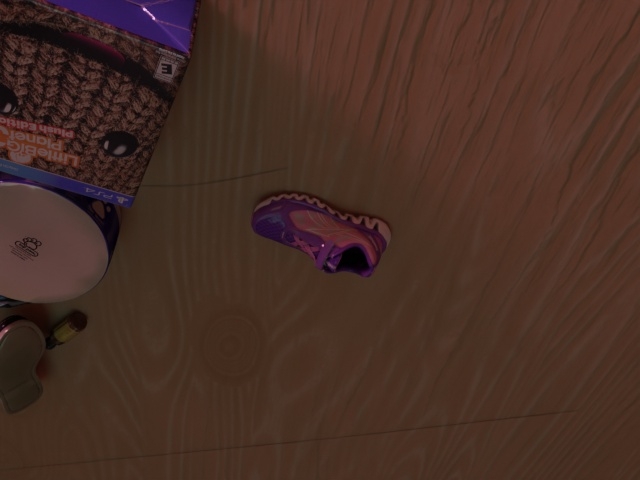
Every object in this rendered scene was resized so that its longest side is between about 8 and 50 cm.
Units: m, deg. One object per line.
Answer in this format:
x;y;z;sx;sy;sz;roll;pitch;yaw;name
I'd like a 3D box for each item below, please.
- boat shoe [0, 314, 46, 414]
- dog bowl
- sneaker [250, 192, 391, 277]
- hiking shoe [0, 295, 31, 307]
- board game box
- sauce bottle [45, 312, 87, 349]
-0.649;0.238;1.523;0.113;0.127;0.340;47;148;20;boat shoe
-0.469;-0.022;1.202;0.265;0.104;0.264;-1;131;-1;dog bowl
0.000;0.000;1.197;0.237;0.104;0.095;14;137;-7;sneaker
-0.630;0.026;1.293;0.304;0.113;0.132;20;126;-22;hiking shoe
-0.317;-0.213;0.966;0.232;0.141;0.291;16;136;-19;board game box
-0.528;0.189;1.503;0.042;0.042;0.128;37;131;-28;sauce bottle
